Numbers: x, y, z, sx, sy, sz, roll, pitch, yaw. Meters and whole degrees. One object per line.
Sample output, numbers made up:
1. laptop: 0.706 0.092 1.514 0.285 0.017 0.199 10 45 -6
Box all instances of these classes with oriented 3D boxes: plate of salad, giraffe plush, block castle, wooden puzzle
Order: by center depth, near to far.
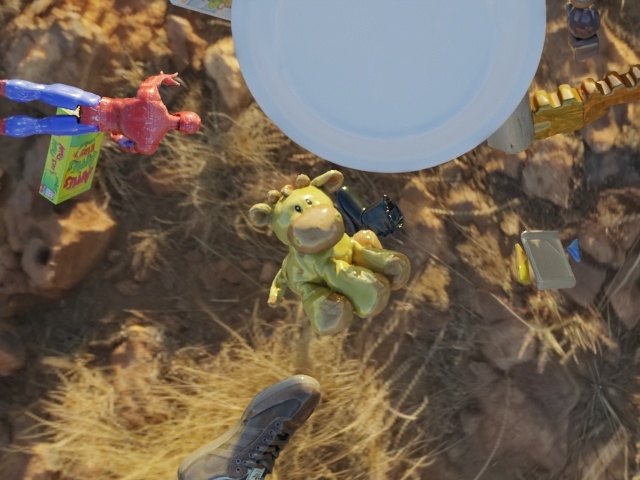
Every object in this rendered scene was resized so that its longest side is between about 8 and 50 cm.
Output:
1. plate of salad: 0.042 -0.139 0.606 0.199 0.048 0.200 3 120 6
2. block castle: 0.271 -0.342 1.089 0.302 0.213 0.453 -14 48 6
3. wooden puzzle: 0.272 0.024 1.134 0.014 0.116 0.079 -34 57 50
4. giraffe plush: 0.000 0.000 1.281 0.210 0.171 0.181 16 46 41

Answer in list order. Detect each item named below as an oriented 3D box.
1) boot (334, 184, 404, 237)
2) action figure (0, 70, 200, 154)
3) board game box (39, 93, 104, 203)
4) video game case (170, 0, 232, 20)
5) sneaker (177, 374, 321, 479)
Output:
1. boot: 0.086 -0.055 1.651 0.099 0.045 0.121 -24 93 47
2. action figure: -0.277 -0.160 1.139 0.280 0.139 0.092 7 106 3
3. board game box: -0.432 -0.160 1.656 0.043 0.092 0.181 32 123 14
4. video game case: -0.157 -0.498 1.771 0.193 0.212 0.023 -41 72 25
5. sneaker: -0.064 0.218 0.969 0.188 0.066 0.071 -41 44 13
